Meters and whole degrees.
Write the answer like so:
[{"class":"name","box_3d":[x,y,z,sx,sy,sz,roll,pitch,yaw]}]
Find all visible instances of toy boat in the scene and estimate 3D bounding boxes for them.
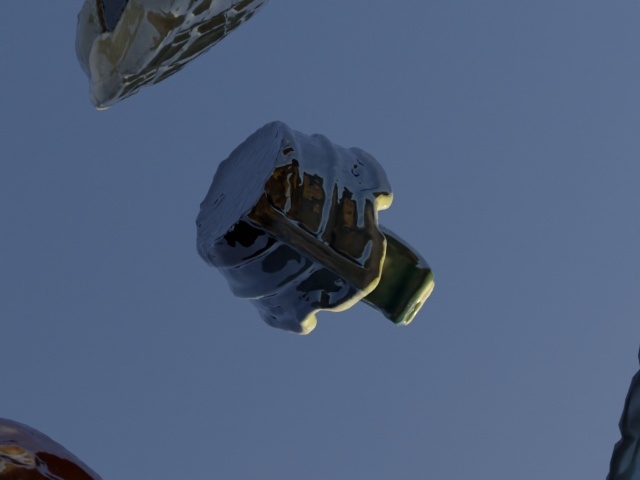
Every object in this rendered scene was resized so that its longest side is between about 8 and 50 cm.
[{"class":"toy boat","box_3d":[0.000,0.000,1.115,0.142,0.309,0.129,34,-89,-10]}]

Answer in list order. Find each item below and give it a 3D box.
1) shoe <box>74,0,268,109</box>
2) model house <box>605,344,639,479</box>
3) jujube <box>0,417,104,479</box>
[{"class":"shoe","box_3d":[-0.077,-0.149,0.744,0.125,0.227,0.099,48,-126,3]},{"class":"model house","box_3d":[0.296,0.076,0.914,0.297,0.339,0.360,6,-67,-7]},{"class":"jujube","box_3d":[-0.222,0.235,0.965,0.223,0.223,0.318,51,-153,-9]}]
